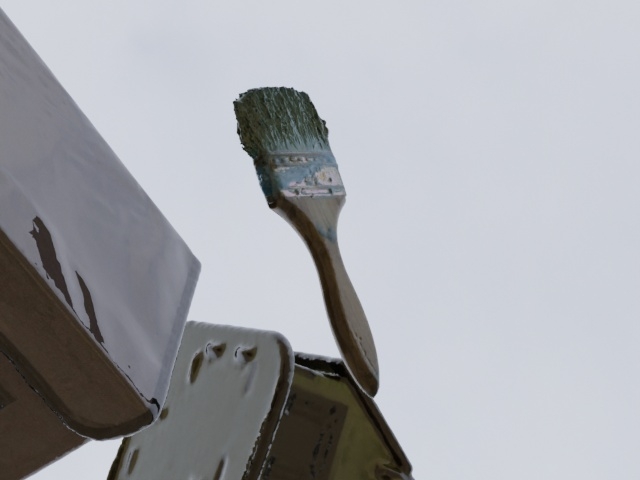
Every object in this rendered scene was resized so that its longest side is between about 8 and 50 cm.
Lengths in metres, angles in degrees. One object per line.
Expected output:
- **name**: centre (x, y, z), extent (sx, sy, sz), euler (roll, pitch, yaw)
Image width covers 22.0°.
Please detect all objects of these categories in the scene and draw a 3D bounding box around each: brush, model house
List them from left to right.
- **model house**: centre (-0.004, 0.205, 1.356), extent (0.218, 0.278, 0.205), euler (3, -109, 59)
- **brush**: centre (0.000, 0.000, 0.965), extent (0.021, 0.070, 0.196), euler (-29, -108, 39)

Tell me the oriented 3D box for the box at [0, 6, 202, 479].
- **box**: centre (-0.208, -0.005, 0.934), extent (0.153, 0.188, 0.252), euler (-31, -68, 20)
